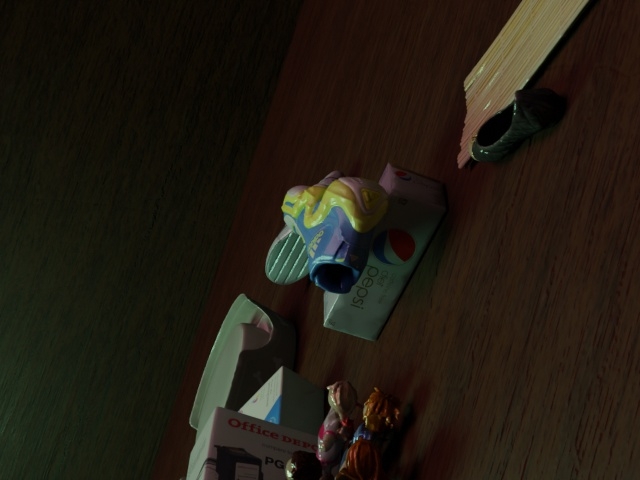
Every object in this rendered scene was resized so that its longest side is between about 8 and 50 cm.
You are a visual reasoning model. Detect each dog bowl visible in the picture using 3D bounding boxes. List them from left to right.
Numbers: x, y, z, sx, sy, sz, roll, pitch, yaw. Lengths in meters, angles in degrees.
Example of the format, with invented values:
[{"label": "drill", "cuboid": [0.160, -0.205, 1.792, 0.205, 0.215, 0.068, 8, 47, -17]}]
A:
[{"label": "dog bowl", "cuboid": [-0.140, 0.271, 1.856, 0.349, 0.102, 0.348, -162, 90, -79]}]

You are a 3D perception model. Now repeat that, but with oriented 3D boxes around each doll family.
[{"label": "doll family", "cuboid": [0.033, 0.244, 1.136, 0.263, 0.118, 0.163, -52, -20, -68]}]

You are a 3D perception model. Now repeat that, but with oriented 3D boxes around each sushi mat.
[{"label": "sushi mat", "cuboid": [0.223, -0.221, 1.140, 0.316, 0.019, 0.151, 122, 161, -49]}]

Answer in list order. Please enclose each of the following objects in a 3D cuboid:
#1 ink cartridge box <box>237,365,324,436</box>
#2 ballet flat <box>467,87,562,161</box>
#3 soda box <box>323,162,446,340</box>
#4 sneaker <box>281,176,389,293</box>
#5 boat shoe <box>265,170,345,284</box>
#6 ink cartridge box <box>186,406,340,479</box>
[{"label": "ink cartridge box", "cuboid": [-0.093, 0.302, 1.507, 0.231, 0.078, 0.134, -47, 22, 27]}, {"label": "ballet flat", "cuboid": [0.185, -0.120, 1.077, 0.173, 0.049, 0.057, 145, 143, -71]}, {"label": "soda box", "cuboid": [0.075, 0.017, 1.316, 0.069, 0.074, 0.216, -89, 21, -55]}, {"label": "sneaker", "cuboid": [0.000, 0.000, 1.276, 0.240, 0.091, 0.126, 156, 130, -72]}, {"label": "boat shoe", "cuboid": [-0.014, -0.020, 1.823, 0.226, 0.083, 0.076, -51, 8, 29]}, {"label": "ink cartridge box", "cuboid": [-0.071, 0.327, 1.264, 0.237, 0.172, 0.100, -88, 20, -55]}]
